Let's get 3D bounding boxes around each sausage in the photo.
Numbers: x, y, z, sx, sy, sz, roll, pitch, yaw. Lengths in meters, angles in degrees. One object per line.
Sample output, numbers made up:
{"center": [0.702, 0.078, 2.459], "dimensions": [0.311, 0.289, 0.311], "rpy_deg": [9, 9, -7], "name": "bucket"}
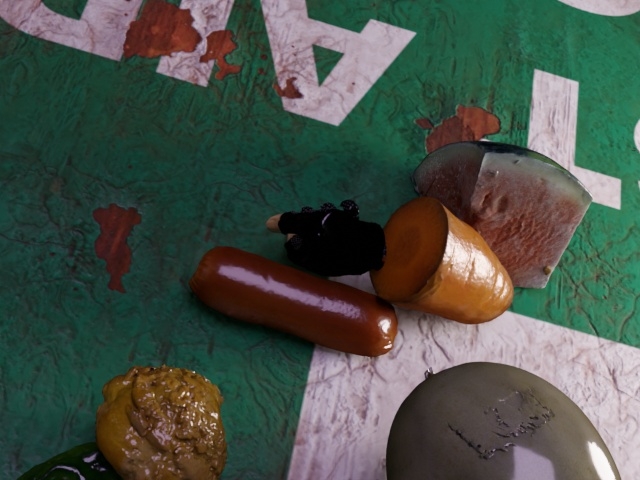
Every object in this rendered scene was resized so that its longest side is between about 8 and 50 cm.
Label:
{"center": [-0.033, 0.085, 1.711], "dimensions": [0.300, 0.083, 0.089], "rpy_deg": [17, 55, -6], "name": "sausage"}

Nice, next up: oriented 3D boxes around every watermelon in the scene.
{"center": [0.261, -0.041, 1.837], "dimensions": [0.213, 0.262, 0.201], "rpy_deg": [13, 80, -12], "name": "watermelon"}

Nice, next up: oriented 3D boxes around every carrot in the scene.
{"center": [0.191, 0.055, 1.753], "dimensions": [0.225, 0.159, 0.159], "rpy_deg": [31, 44, -35], "name": "carrot"}

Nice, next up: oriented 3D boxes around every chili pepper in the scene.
{"center": [-0.324, 0.317, 1.469], "dimensions": [0.100, 0.074, 0.257], "rpy_deg": [44, 59, 12], "name": "chili pepper"}

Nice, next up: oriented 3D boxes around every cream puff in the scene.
{"center": [-0.182, 0.226, 1.512], "dimensions": [0.189, 0.129, 0.189], "rpy_deg": [46, 14, -15], "name": "cream puff"}

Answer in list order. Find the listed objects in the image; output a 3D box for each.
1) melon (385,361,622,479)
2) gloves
{"center": [0.219, 0.289, 1.525], "dimensions": [0.268, 0.268, 0.330], "rpy_deg": [-16, 53, -26], "name": "melon"}
{"center": [0.002, 0.002, 1.751], "dimensions": [0.129, 0.181, 0.106], "rpy_deg": [-14, 93, -25], "name": "gloves"}
